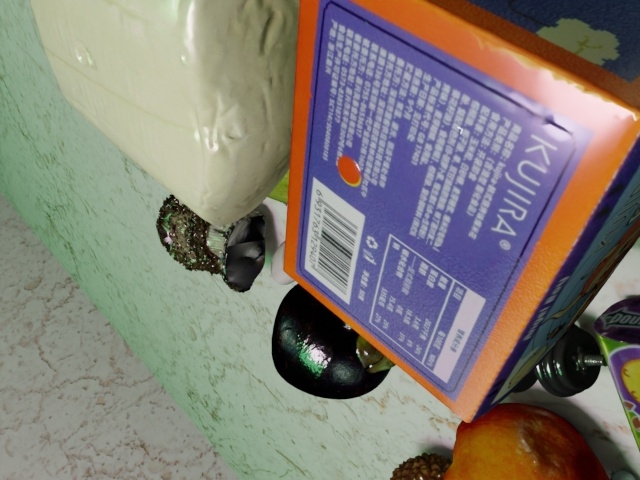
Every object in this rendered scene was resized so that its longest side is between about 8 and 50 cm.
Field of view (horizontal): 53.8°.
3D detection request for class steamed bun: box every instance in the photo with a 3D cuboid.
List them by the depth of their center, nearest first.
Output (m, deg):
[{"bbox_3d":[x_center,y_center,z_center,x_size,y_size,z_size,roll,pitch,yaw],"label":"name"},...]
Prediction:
[{"bbox_3d":[-0.155,-0.273,0.841,0.371,0.290,0.455,38,148,16],"label":"steamed bun"}]

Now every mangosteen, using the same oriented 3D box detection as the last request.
[{"bbox_3d":[0.035,0.152,1.069,0.243,0.243,0.242,34,143,31],"label":"mangosteen"}]

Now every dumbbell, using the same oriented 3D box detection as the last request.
[{"bbox_3d":[0.283,0.152,0.822,0.099,0.099,0.209,60,152,-8],"label":"dumbbell"}]

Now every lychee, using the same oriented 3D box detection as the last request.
[{"bbox_3d":[0.208,0.513,1.190,0.200,0.200,0.238,40,133,23],"label":"lychee"}]

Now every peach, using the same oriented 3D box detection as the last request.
[{"bbox_3d":[0.300,0.348,0.901,0.244,0.200,0.243,5,98,35],"label":"peach"}]

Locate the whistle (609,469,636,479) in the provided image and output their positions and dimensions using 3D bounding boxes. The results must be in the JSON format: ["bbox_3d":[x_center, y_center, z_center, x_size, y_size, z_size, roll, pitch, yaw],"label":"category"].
[{"bbox_3d":[0.441,0.356,0.870,0.100,0.035,0.035,43,147,17],"label":"whistle"}]

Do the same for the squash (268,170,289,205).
[{"bbox_3d":[-0.125,-0.131,1.122,0.184,0.085,0.192,48,150,13],"label":"squash"}]

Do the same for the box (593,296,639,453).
[{"bbox_3d":[0.427,0.233,0.712,0.134,0.097,0.345,-3,118,54],"label":"box"}]

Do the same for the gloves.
[{"bbox_3d":[-0.228,-0.007,1.329,0.312,0.135,0.210,26,138,38],"label":"gloves"}]

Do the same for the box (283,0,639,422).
[{"bbox_3d":[0.168,-0.086,0.546,0.257,0.319,0.348,39,144,25],"label":"box"}]

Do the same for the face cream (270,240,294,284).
[{"bbox_3d":[0.000,0.000,1.064,0.073,0.107,0.269,36,150,-11],"label":"face cream"}]
